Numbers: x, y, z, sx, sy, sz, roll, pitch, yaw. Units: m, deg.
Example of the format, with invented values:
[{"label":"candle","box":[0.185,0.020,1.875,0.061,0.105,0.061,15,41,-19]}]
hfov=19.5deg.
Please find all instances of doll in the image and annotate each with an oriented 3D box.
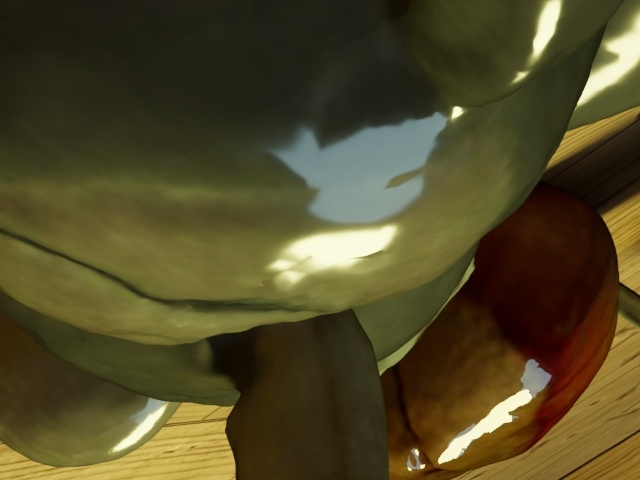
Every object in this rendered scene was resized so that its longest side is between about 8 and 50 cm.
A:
[{"label":"doll","box":[0.010,-0.115,0.500,0.378,0.252,0.382,-49,172,-23]}]

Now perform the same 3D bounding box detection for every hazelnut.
[{"label":"hazelnut","box":[0.089,0.053,1.156,0.212,0.181,0.181,-20,171,34]}]

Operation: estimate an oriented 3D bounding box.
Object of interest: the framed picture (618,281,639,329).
[{"label":"framed picture","box":[0.275,0.080,1.354,0.020,0.324,0.240,-57,159,4]}]
